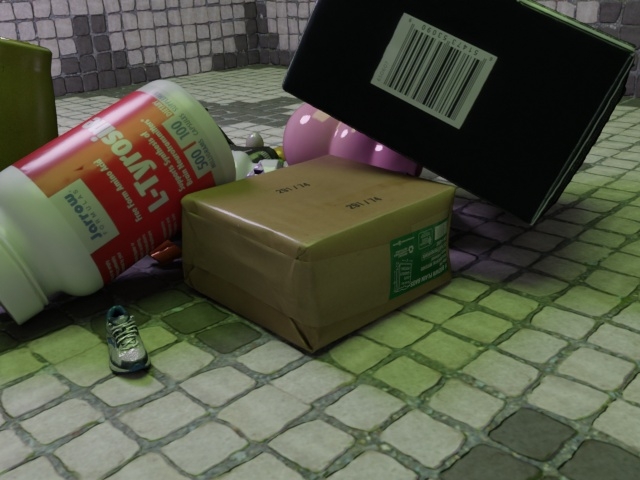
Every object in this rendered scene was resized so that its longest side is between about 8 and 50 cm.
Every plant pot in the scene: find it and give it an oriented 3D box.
[{"bbox_3d":[-0.673,-0.229,1.294,0.366,0.353,0.366,13,11,-3],"label":"plant pot"}]

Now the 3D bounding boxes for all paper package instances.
[{"bbox_3d":[0.000,0.000,1.031,0.324,0.168,0.309,-21,30,-39],"label":"paper package"}]

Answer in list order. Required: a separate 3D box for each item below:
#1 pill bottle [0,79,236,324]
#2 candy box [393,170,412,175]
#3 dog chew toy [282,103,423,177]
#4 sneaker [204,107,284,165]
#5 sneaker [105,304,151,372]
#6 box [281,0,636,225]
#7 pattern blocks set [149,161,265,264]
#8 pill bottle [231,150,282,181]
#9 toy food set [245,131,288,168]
[{"bbox_3d":[-0.352,-0.061,1.041,0.407,0.229,0.229,-41,39,-25],"label":"pill bottle"},{"bbox_3d":[0.104,-0.097,1.302,0.164,0.070,0.196,4,2,17],"label":"candy box"},{"bbox_3d":[0.078,-0.203,1.499,0.331,0.207,0.206,22,31,29],"label":"dog chew toy"},{"bbox_3d":[-0.298,-0.215,1.542,0.482,0.202,0.185,13,27,34],"label":"sneaker"},{"bbox_3d":[-0.266,0.130,0.884,0.052,0.058,0.135,-14,25,-26],"label":"sneaker"},{"bbox_3d":[0.269,-0.283,1.198,0.479,0.298,0.471,32,19,17],"label":"box"},{"bbox_3d":[-0.259,-0.090,1.225,0.324,0.026,0.286,-5,63,3],"label":"pattern blocks set"},{"bbox_3d":[-0.215,-0.104,1.329,0.271,0.152,0.152,0,22,5],"label":"pill bottle"},{"bbox_3d":[-0.073,-0.252,1.753,0.306,0.093,0.219,-22,29,-38],"label":"toy food set"}]
